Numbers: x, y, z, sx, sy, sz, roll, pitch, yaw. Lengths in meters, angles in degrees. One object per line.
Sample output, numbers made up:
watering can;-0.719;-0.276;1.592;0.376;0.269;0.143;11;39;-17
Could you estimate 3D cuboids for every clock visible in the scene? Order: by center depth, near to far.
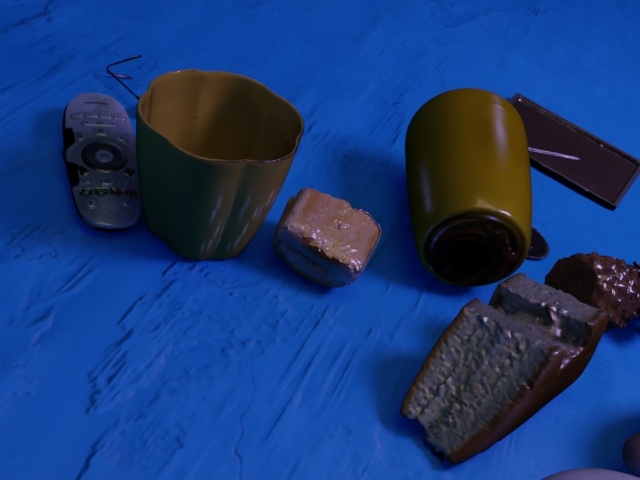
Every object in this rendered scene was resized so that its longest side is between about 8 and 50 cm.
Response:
clock;0.297;-0.001;1.237;0.074;0.010;0.083;-10;47;-32

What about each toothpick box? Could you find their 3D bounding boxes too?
toothpick box;0.201;-0.068;1.151;0.175;0.175;0.271;14;42;-7

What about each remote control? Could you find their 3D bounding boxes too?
remote control;-0.282;-0.103;1.091;0.097;0.045;0.256;1;45;-20

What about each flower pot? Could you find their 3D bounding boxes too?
flower pot;-0.130;-0.080;1.017;0.195;0.179;0.195;10;39;-8

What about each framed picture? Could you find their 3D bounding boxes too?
framed picture;0.419;-0.160;1.472;0.265;0.018;0.192;34;41;16

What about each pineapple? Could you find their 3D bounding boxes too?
pineapple;0.415;0.072;1.132;0.237;0.111;0.119;7;71;-29

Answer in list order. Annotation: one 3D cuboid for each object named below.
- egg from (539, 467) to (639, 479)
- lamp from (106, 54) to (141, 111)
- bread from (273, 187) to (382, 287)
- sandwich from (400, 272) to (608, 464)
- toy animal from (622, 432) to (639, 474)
egg;0.265;0.286;0.769;0.209;0.151;0.151;14;38;-17
lamp;-0.270;-0.219;1.244;0.054;0.041;0.121;-16;53;-25
bread;0.001;0.000;1.060;0.125;0.082;0.106;31;49;-2
sandwich;0.202;0.138;0.942;0.122;0.128;0.235;33;39;29
toy animal;0.472;0.208;0.891;0.210;0.221;0.229;-13;49;-39
